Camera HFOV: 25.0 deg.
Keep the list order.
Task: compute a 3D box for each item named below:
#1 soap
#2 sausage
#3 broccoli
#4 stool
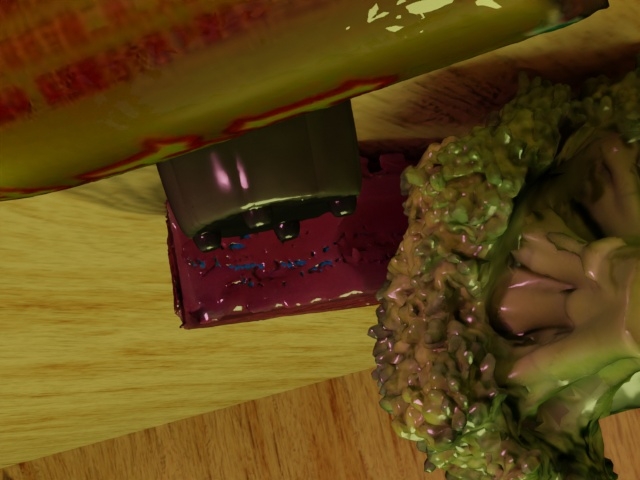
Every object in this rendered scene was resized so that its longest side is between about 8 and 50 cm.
[{"bbox_3d":[0.000,0.000,1.014,0.250,0.099,0.162,-5,174,-36],"label":"soap"},{"bbox_3d":[-0.070,-0.076,0.451,0.317,0.117,0.125,-18,174,23],"label":"sausage"},{"bbox_3d":[0.150,0.026,0.885,0.235,0.288,0.260,3,177,18],"label":"broccoli"},{"bbox_3d":[-0.032,-0.055,0.630,0.096,0.110,0.096,-15,173,-2],"label":"stool"}]
